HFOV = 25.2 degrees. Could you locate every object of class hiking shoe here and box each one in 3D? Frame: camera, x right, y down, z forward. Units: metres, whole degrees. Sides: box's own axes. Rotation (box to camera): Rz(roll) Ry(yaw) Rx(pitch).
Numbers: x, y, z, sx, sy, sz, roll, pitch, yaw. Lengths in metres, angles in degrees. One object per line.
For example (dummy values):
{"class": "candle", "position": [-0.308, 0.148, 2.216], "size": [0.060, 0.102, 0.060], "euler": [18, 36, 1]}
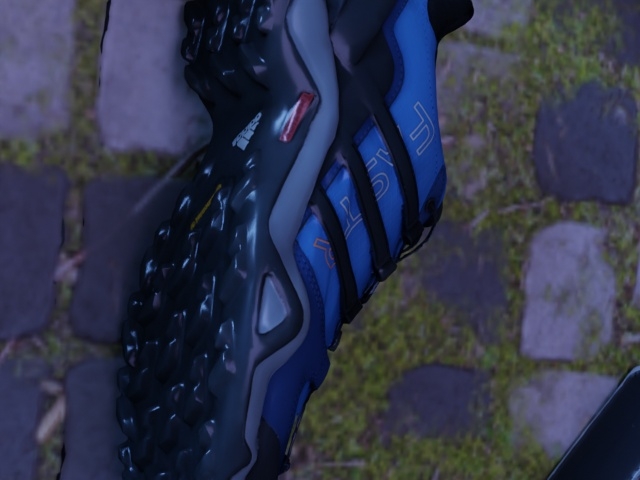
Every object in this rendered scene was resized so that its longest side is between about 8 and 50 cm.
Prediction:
{"class": "hiking shoe", "position": [0.000, 0.000, 0.632], "size": [0.132, 0.113, 0.304], "euler": [13, 86, -30]}

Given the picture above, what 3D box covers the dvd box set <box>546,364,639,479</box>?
{"class": "dvd box set", "position": [0.217, 0.325, 0.815], "size": [0.307, 0.062, 0.420], "euler": [-47, 114, -20]}
